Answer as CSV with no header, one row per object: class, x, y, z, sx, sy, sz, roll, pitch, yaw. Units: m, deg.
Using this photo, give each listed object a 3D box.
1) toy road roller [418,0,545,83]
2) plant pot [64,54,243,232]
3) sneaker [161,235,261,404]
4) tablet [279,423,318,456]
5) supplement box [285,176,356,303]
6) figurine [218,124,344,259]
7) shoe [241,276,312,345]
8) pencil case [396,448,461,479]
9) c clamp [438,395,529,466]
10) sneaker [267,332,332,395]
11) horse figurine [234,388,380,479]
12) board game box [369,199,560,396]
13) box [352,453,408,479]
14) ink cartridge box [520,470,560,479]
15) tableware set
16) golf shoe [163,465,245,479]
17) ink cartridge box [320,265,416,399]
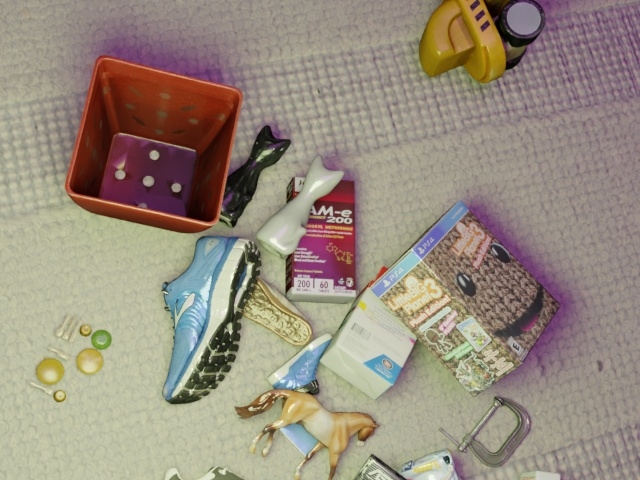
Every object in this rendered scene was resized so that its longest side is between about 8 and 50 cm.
toy road roller,0.303,-0.491,2.128,0.240,0.202,0.329,-23,82,-7
plant pot,-0.313,-0.146,1.859,0.267,0.236,0.267,13,72,-10
sneaker,-0.227,0.144,1.870,0.147,0.130,0.330,15,81,25
tablet,-0.037,0.363,1.902,0.083,0.006,0.054,46,70,1
supplement box,0.000,0.000,1.979,0.130,0.073,0.239,3,73,-12
figurine,-0.084,-0.096,1.925,0.215,0.092,0.209,31,80,21
shoe,-0.106,0.126,1.932,0.219,0.058,0.076,40,98,4
pencil case,0.242,0.525,1.862,0.113,0.124,0.273,-10,75,-57
c clamp,0.334,0.370,1.980,0.160,0.022,0.137,-41,87,-20
sneaker,-0.020,0.249,1.912,0.152,0.058,0.084,-38,88,-23
horse figurine,-0.026,0.350,1.855,0.263,0.066,0.174,37,85,-19
board game box,0.282,0.107,1.931,0.291,0.141,0.232,46,41,2
box,0.135,0.548,1.783,0.270,0.060,0.216,37,90,9
ink cartridge box,0.418,0.507,1.926,0.052,0.088,0.122,12,72,-7
tableware set,-0.453,0.221,1.836,0.104,0.024,0.154,28,69,-8
golf shoe,-0.152,0.459,1.799,0.272,0.105,0.120,0,68,-14
ink cartridge box,0.112,0.174,1.932,0.134,0.078,0.231,36,48,-2
